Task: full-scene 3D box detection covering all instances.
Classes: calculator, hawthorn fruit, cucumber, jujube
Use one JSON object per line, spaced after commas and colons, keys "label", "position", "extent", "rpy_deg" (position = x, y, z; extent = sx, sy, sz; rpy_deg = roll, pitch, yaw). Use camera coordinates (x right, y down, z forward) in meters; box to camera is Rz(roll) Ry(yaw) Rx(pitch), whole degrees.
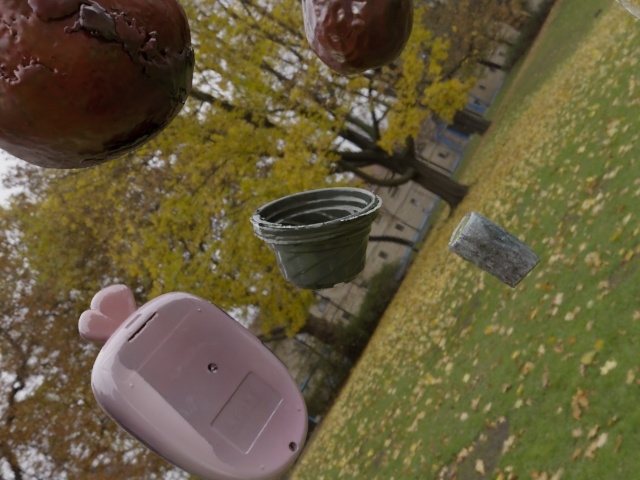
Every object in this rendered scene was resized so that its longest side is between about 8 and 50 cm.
{"label": "calculator", "position": [-0.080, 0.086, 0.393], "extent": [0.103, 0.165, 0.024], "rpy_deg": [-52, -1, -44]}
{"label": "hawthorn fruit", "position": [-0.304, -0.240, 0.741], "extent": [0.316, 0.315, 0.316], "rpy_deg": [-59, -11, -18]}
{"label": "cucumber", "position": [0.223, 0.013, 0.796], "extent": [0.064, 0.111, 0.064], "rpy_deg": [-55, -6, -9]}
{"label": "jujube", "position": [0.053, -0.411, 1.040], "extent": [0.190, 0.189, 0.255], "rpy_deg": [-53, -50, -42]}

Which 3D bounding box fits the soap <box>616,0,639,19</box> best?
{"label": "soap", "position": [0.591, -0.426, 0.921], "extent": [0.274, 0.174, 0.089], "rpy_deg": [-24, -37, 0]}

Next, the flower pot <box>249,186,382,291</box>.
{"label": "flower pot", "position": [0.000, 0.000, 1.087], "extent": [0.235, 0.235, 0.141], "rpy_deg": [-43, -53, -63]}
